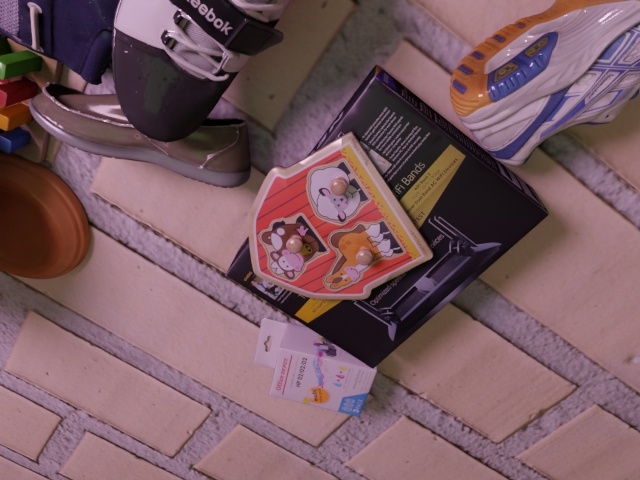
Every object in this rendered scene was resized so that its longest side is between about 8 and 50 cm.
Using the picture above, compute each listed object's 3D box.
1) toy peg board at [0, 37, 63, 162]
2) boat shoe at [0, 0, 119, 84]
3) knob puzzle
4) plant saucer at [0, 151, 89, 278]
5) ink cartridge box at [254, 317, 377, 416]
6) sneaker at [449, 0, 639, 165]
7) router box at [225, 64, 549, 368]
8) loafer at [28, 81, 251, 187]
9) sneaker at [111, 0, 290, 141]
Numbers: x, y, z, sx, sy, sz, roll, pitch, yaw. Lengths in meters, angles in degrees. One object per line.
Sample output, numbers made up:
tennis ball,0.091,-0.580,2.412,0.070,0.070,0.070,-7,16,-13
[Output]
toy peg board,-0.409,-0.183,0.549,0.161,0.079,0.160,26,119,-7
boat shoe,-0.207,-0.311,0.438,0.158,0.127,0.340,32,126,-18
knob puzzle,0.000,0.000,0.533,0.213,0.030,0.213,4,120,6
plant saucer,-0.431,-0.025,0.664,0.200,0.037,0.199,3,120,5
ink cartridge box,-0.014,0.193,0.718,0.181,0.061,0.104,13,120,0
sneaker,0.278,-0.189,0.458,0.297,0.111,0.131,-29,129,23
router box,0.067,-0.010,0.583,0.243,0.081,0.309,35,118,-12
loafer,-0.196,-0.139,0.546,0.251,0.094,0.087,15,117,-12
sneaker,-0.083,-0.222,0.402,0.123,0.146,0.330,18,112,-35
